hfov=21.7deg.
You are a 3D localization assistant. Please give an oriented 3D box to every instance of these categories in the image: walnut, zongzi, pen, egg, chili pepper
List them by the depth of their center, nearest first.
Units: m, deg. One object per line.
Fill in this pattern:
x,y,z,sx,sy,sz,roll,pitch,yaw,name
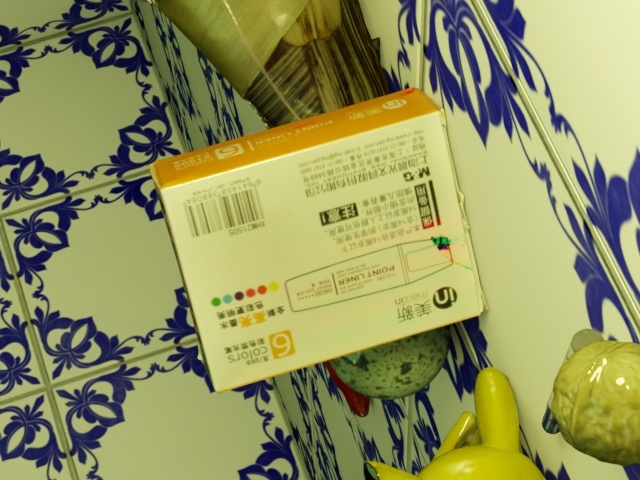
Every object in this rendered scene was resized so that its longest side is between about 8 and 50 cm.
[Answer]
0.197,0.109,1.119,0.092,0.092,0.092,162,90,-82,walnut
0.197,0.115,1.324,0.204,0.025,0.025,90,160,-67,pen
0.000,-0.263,1.574,0.289,0.154,0.317,46,131,-1,zongzi
0.070,0.098,1.753,0.172,0.132,0.132,-80,-26,-80,egg
0.035,0.168,2.391,0.272,0.063,0.071,78,-177,-51,chili pepper

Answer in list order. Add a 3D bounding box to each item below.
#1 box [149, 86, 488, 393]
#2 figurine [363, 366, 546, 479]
0.000,0.000,1.541,0.091,0.274,0.220,-119,17,-67,box
0.151,0.290,1.549,0.169,0.218,0.326,18,131,27,figurine
